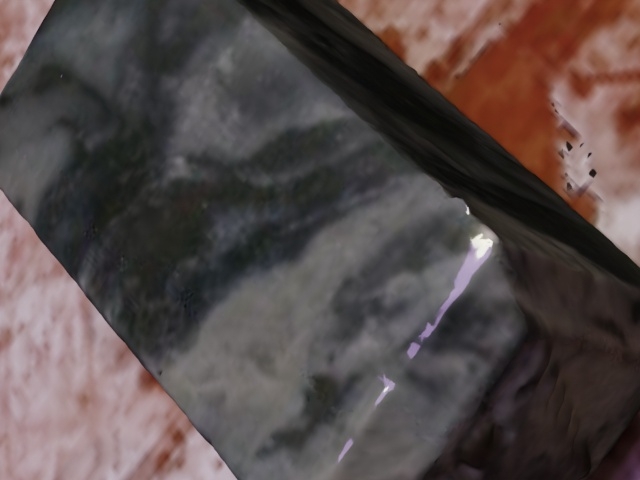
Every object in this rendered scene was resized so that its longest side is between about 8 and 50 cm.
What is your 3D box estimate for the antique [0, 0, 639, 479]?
[{"bbox_3d":[0.000,0.000,0.474,0.088,0.086,0.183,-56,50,15],"label":"antique"}]
